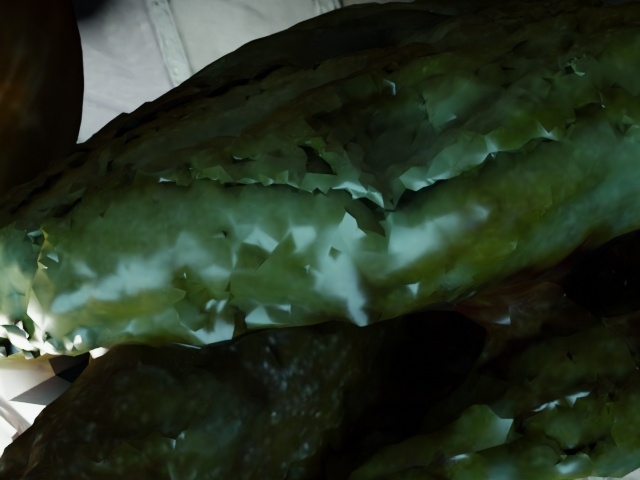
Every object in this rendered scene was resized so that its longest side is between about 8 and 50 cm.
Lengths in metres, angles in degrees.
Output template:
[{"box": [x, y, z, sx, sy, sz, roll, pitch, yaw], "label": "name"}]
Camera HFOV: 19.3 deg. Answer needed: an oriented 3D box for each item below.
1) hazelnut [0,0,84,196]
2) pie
[{"box": [-0.226, -0.093, 0.942, 0.217, 0.217, 0.251, -10, 153, 36], "label": "hazelnut"}, {"box": [0.007, -0.008, 0.780, 0.418, 0.395, 0.180, -140, 30, -74], "label": "pie"}]
